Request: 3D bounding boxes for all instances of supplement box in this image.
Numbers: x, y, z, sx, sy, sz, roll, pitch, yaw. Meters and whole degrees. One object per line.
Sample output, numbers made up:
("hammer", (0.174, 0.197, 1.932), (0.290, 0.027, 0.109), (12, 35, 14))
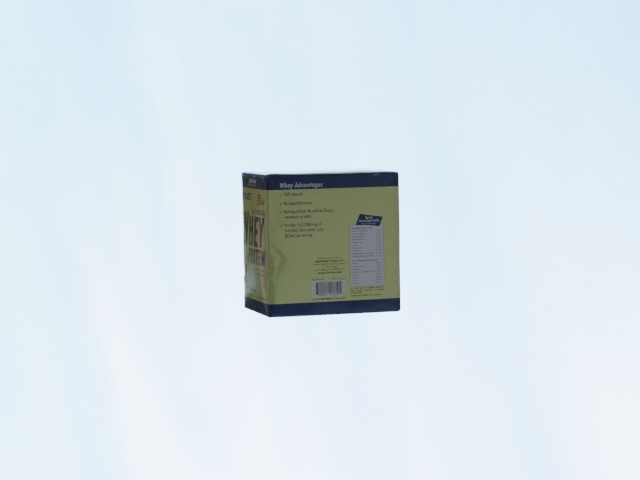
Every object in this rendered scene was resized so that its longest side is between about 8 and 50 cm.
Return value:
("supplement box", (0.000, 0.000, 1.092), (0.056, 0.083, 0.083), (-167, -104, -72))
